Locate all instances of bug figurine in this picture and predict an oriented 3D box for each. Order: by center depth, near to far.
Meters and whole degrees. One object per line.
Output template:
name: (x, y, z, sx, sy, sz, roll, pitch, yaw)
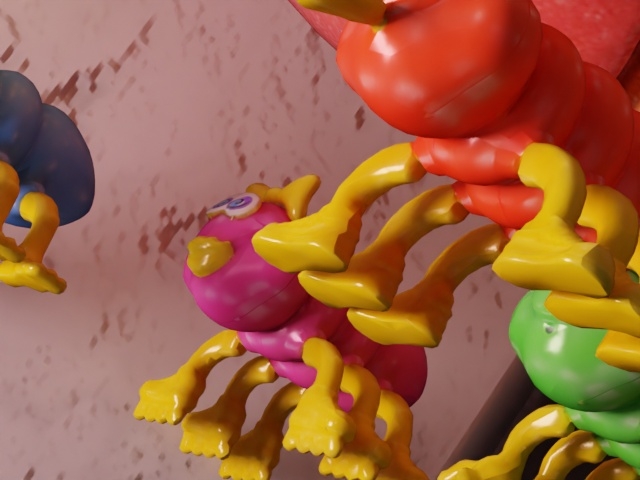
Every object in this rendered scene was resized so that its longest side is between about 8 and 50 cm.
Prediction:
bug figurine: (0.000, 0.000, 0.473, 0.216, 0.279, 0.072, 43, 65, -38)

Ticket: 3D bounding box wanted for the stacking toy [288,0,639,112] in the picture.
stacking toy: (0.022, -0.177, 0.493, 0.480, 0.350, 0.350, 20, 80, -5)
